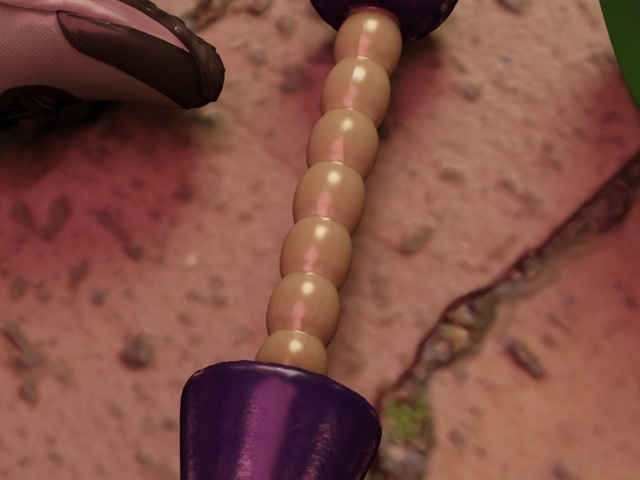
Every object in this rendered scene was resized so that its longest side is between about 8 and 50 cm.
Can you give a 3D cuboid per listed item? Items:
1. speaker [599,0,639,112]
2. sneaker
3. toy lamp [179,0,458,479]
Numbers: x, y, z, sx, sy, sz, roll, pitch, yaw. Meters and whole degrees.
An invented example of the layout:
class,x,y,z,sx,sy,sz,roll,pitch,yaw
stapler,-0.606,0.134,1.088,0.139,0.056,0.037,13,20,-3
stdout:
class,x,y,z,sx,sy,sz,roll,pitch,yaw
speaker,0.259,-0.133,0.775,0.297,0.131,0.131,-17,59,2
sneaker,-0.173,-0.069,0.854,0.272,0.100,0.108,3,85,9
toy lamp,0.000,0.000,0.777,0.080,0.080,0.274,4,62,13
